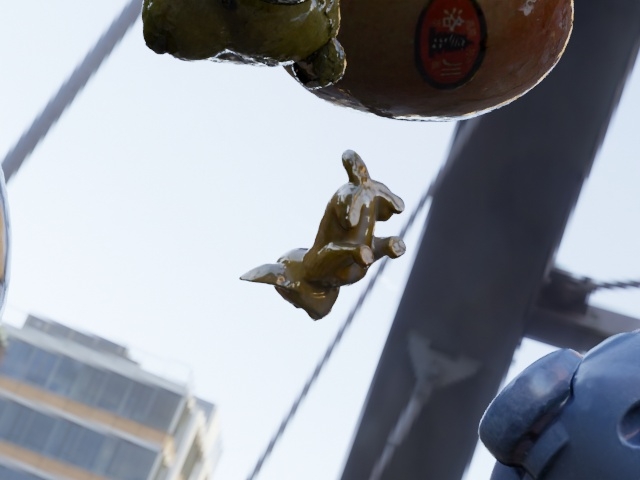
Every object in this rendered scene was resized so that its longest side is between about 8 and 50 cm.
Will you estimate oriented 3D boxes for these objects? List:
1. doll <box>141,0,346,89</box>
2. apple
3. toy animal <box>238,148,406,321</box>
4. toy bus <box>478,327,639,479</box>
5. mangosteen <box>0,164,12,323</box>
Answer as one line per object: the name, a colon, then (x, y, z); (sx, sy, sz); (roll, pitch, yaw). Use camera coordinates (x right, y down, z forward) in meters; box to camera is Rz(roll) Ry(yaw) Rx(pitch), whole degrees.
doll: (-0.052, -0.139, 0.635); (0.137, 0.097, 0.209); (42, -11, 21)
apple: (0.075, -0.272, 1.343); (0.305, 0.338, 0.338); (-10, -33, 7)
toy animal: (0.000, 0.000, 0.748); (0.083, 0.060, 0.081); (-19, -90, 41)
toy bus: (0.216, 0.155, 0.793); (0.197, 0.232, 0.294); (47, -33, 26)
mangosteen: (-0.369, -0.025, 0.768); (0.382, 0.435, 0.382); (-12, -40, -10)
